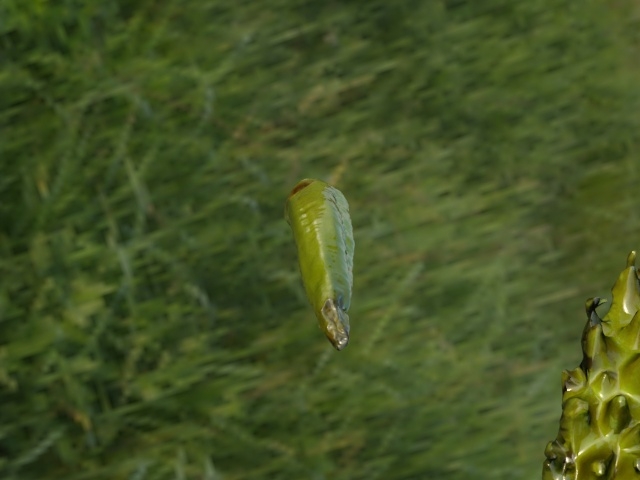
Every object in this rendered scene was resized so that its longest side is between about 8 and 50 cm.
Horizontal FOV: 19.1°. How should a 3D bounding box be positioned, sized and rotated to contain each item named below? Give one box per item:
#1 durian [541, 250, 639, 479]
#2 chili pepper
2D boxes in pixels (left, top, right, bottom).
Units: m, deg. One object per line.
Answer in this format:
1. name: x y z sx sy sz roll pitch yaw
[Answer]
1. durian: 0.143 0.060 0.489 0.220 0.095 0.137 2 86 -55
2. chili pepper: 0.000 -0.001 1.099 0.208 0.043 0.049 -94 -155 -71
